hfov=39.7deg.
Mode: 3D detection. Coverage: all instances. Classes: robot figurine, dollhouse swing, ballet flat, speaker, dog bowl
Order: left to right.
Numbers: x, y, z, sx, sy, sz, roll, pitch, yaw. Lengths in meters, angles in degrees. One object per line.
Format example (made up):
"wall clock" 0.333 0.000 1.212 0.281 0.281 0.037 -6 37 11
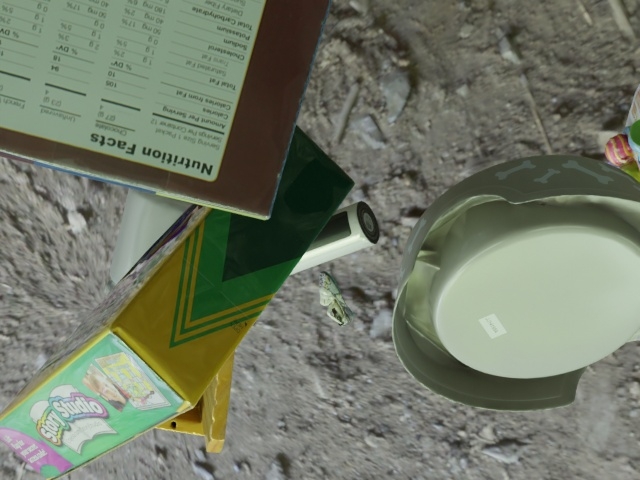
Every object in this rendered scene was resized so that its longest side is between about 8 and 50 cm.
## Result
"dollhouse swing" -0.309 0.229 1.784 0.315 0.305 0.347 8 98 3
"robot figurine" -0.247 0.024 1.504 0.199 0.300 0.354 15 103 -4
"speaker" 0.000 0.000 1.070 0.136 0.055 0.055 -20 91 26
"ballet flat" 0.021 0.104 1.497 0.041 0.041 0.114 -39 122 -14
"dog bowl" 0.249 0.051 1.015 0.348 0.349 0.102 12 40 -13

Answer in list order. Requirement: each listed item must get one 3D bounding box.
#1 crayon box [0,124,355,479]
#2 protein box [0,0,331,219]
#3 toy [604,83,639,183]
"crayon box" -0.163 0.074 0.935 0.106 0.363 0.313 43 50 -10
"protein box" -0.074 -0.137 0.392 0.135 0.200 0.201 14 99 -16
"toy" 0.447 -0.116 1.284 0.056 0.237 0.137 -12 74 7
